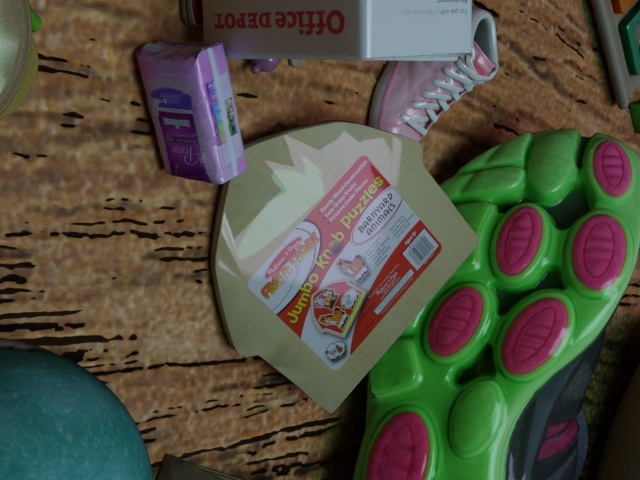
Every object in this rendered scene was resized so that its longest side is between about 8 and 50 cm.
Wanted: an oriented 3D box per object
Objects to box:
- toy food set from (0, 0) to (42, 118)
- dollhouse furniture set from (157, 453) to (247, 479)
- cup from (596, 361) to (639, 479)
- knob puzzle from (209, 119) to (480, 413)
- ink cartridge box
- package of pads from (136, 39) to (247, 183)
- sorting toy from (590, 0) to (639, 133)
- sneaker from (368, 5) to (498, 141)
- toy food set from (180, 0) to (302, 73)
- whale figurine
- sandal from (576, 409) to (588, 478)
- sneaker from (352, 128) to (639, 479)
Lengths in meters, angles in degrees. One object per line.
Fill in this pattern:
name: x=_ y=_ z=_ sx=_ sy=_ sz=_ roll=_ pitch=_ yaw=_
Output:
toy food set: x=-0.197 y=-0.099 z=0.546 sx=0.132 sy=0.038 sz=0.192 roll=44 pitch=74 yaw=-39
dollhouse furniture set: x=-0.053 y=0.260 z=0.746 sx=0.129 sy=0.129 sz=0.184 roll=32 pitch=77 yaw=-49
cup: x=0.422 y=0.279 z=1.198 sx=0.331 sy=0.331 sz=0.237 roll=21 pitch=111 yaw=-50
knob puzzle: x=0.000 y=0.000 z=0.788 sx=0.213 sy=0.030 sz=0.213 roll=-9 pitch=110 yaw=-27
ink cartridge box: x=0.004 y=-0.201 z=0.633 sx=0.086 sy=0.148 sz=0.203 roll=-10 pitch=103 yaw=-40
package of pads: x=-0.076 y=-0.077 z=0.674 sx=0.032 sy=0.050 sz=0.083 roll=-38 pitch=128 yaw=-42
sorting toy: x=0.322 y=-0.250 z=1.081 sx=0.196 sy=0.047 sz=0.348 roll=-51 pitch=134 yaw=-26
sneaker: x=0.086 y=-0.115 z=0.835 sx=0.051 sy=0.070 sz=0.134 roll=29 pitch=80 yaw=-51
toy food set: x=-0.042 y=-0.145 z=0.715 sx=0.122 sy=0.019 sz=0.078 roll=4 pitch=98 yaw=-50
whale figurine: x=-0.174 y=0.189 z=0.575 sx=0.216 sy=0.141 sz=0.272 roll=12 pitch=93 yaw=-50
sandal: x=0.192 y=0.262 z=1.101 sx=0.097 sy=0.054 sz=0.255 roll=-9 pitch=118 yaw=-40
sneaker: x=0.130 y=0.136 z=0.919 sx=0.483 sy=0.185 sz=0.202 roll=-69 pitch=159 yaw=-3
